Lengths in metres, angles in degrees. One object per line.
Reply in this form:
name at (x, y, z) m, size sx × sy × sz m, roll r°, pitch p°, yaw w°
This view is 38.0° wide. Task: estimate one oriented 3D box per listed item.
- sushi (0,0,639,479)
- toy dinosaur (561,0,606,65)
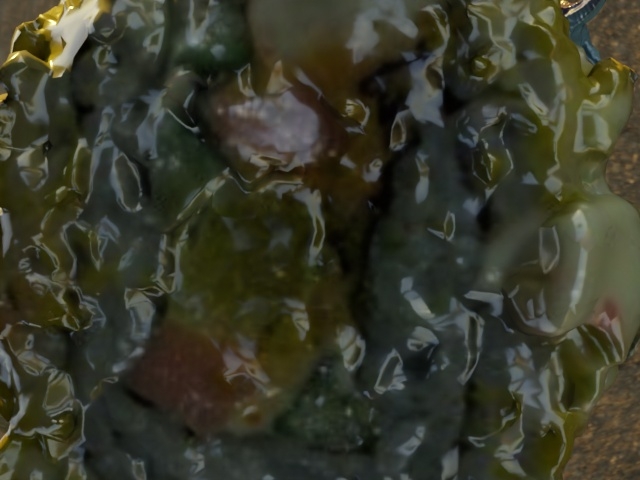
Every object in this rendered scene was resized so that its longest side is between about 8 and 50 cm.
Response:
sushi at (0.000, 0.000, 0.549) m, size 0.351 × 0.240 × 0.396 m, roll 2°, pitch 94°, yaw 8°
toy dinosaur at (0.164, -0.139, 0.670) m, size 0.080 × 0.045 × 0.197 m, roll 61°, pitch 153°, yaw -3°
